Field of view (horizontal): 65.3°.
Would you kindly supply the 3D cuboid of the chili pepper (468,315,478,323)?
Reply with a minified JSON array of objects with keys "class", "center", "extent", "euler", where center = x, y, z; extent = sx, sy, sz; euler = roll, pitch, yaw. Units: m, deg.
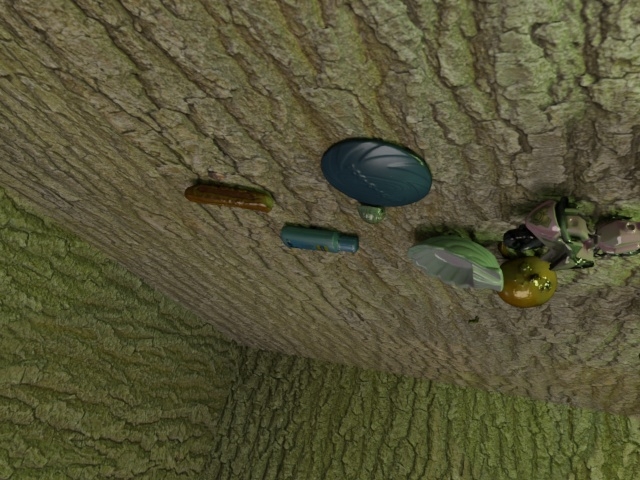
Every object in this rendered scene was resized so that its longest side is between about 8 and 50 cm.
[{"class":"chili pepper","center":[0.631,0.330,2.052],"extent":[0.030,0.017,0.083],"euler":[20,156,-5]}]

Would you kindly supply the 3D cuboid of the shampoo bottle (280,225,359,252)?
[{"class":"shampoo bottle","center":[0.000,0.000,1.667],"extent":[0.258,0.061,0.104],"euler":[7,156,19]}]

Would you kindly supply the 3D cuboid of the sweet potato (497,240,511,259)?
[{"class":"sweet potato","center":[0.534,0.031,1.456],"extent":[0.026,0.026,0.115],"euler":[1,155,30]}]

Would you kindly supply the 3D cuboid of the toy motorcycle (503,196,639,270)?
[{"class":"toy motorcycle","center":[0.608,-0.016,1.169],"extent":[0.326,0.143,0.188],"euler":[3,154,10]}]

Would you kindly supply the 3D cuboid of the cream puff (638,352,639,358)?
[{"class":"cream puff","center":[1.038,0.298,1.381],"extent":[0.275,0.379,0.378],"euler":[18,156,-5]}]

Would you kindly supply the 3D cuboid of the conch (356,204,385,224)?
[{"class":"conch","center":[0.141,-0.075,1.414],"extent":[0.085,0.057,0.076],"euler":[4,175,29]}]

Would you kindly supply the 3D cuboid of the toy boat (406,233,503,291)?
[{"class":"toy boat","center":[0.399,0.057,1.461],"extent":[0.290,0.100,0.199],"euler":[21,158,33]}]

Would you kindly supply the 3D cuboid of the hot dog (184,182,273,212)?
[{"class":"hot dog","center":[-0.284,-0.133,1.551],"extent":[0.285,0.061,0.088],"euler":[11,159,8]}]

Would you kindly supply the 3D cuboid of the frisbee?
[{"class":"frisbee","center":[0.137,-0.152,1.267],"extent":[0.289,0.049,0.289],"euler":[13,156,6]}]

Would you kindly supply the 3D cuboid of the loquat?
[{"class":"loquat","center":[0.591,0.115,1.442],"extent":[0.172,0.150,0.204],"euler":[-3,154,17]}]
